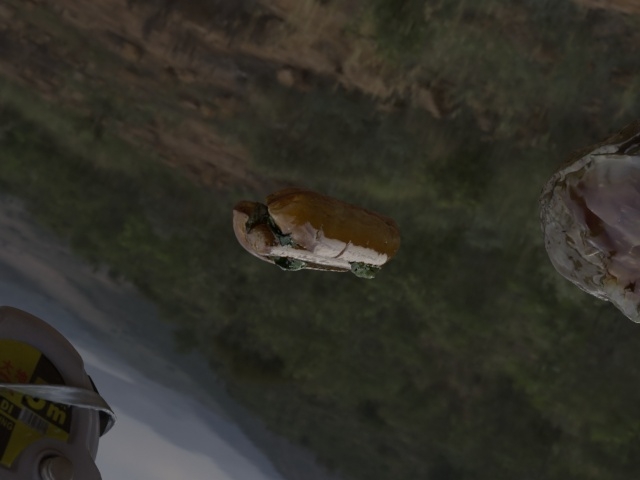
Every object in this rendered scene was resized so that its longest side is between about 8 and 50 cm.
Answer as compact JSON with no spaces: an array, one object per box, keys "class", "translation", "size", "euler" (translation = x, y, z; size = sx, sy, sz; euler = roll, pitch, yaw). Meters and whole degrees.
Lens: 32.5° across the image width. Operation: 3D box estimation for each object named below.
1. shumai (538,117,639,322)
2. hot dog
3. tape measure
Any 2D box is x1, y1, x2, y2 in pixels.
[{"class":"shumai","translation":[0.233,-0.005,0.718],"size":[0.209,0.161,0.153],"euler":[-4,-163,28]},{"class":"hot dog","translation":[0.000,0.000,1.092],"size":[0.100,0.068,0.249],"euler":[-13,166,28]},{"class":"tape measure","translation":[-0.274,0.154,0.927],"size":[0.120,0.197,0.236],"euler":[-27,123,35]}]
